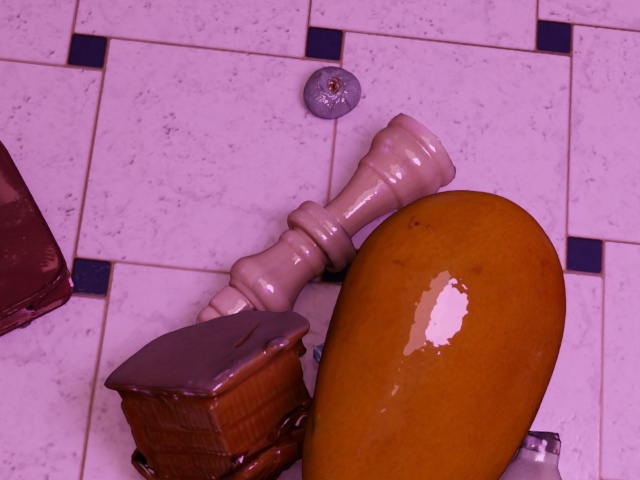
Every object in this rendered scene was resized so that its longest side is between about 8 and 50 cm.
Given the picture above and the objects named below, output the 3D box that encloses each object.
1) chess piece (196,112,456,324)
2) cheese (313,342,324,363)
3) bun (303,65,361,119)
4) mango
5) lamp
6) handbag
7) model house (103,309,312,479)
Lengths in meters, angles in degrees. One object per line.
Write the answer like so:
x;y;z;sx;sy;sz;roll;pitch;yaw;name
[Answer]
0.000;0.000;1.742;0.397;0.117;0.117;-42;78;-14;chess piece
0.117;0.120;1.734;0.244;0.052;0.135;-36;75;-15;cheese
0.017;-0.207;1.846;0.083;0.045;0.083;2;74;-7;bun
0.129;0.152;1.562;0.300;0.232;0.446;40;69;-37;mango
0.245;0.354;1.640;0.101;0.101;0.250;15;82;1;lamp
-0.487;0.018;1.713;0.275;0.084;0.260;-29;76;-13;handbag
-0.110;0.223;1.628;0.199;0.219;0.229;-33;119;-40;model house
